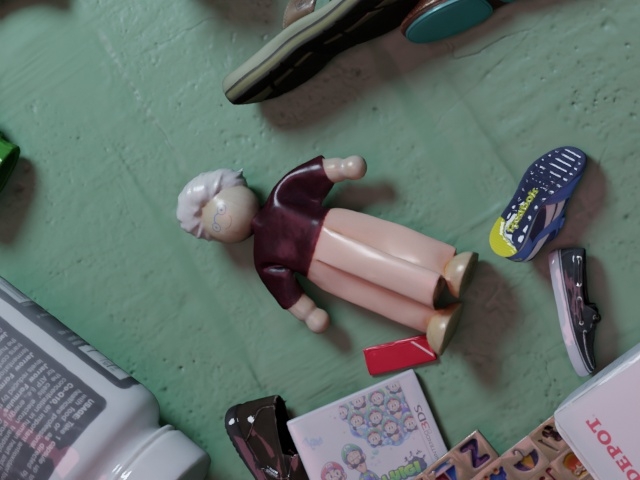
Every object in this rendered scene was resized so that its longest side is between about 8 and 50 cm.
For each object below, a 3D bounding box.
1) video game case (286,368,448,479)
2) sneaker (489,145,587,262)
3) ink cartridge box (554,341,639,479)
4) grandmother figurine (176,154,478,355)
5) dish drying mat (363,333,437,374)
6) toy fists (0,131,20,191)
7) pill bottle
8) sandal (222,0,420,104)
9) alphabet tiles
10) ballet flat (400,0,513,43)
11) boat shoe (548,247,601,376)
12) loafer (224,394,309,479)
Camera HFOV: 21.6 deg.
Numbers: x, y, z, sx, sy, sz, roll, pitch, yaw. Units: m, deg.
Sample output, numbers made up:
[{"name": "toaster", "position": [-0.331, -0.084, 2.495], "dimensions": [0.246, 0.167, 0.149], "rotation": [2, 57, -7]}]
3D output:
[{"name": "video game case", "position": [0.060, 0.241, 1.901], "dimensions": [0.157, 0.019, 0.143], "rotation": [-23, 90, -1]}, {"name": "sneaker", "position": [0.240, -0.038, 1.816], "dimensions": [0.053, 0.059, 0.144], "rotation": [38, 91, 40]}, {"name": "ink cartridge box", "position": [0.431, 0.173, 1.732], "dimensions": [0.306, 0.131, 0.226], "rotation": [-37, 85, 21]}, {"name": "grandmother figurine", "position": [0.000, 0.000, 1.878], "dimensions": [0.342, 0.104, 0.208], "rotation": [19, 94, 13]}, {"name": "dish drying mat", "position": [0.090, 0.130, 1.910], "dimensions": [0.083, 0.008, 0.032], "rotation": [-15, 93, 20]}, {"name": "toy fists", "position": [-0.481, -0.045, 2.042], "dimensions": [0.142, 0.096, 0.279], "rotation": [32, 105, 2]}, {"name": "pill bottle", "position": [-0.319, 0.211, 1.960], "dimensions": [0.361, 0.204, 0.204], "rotation": [36, 107, 12]}, {"name": "sandal", "position": [0.005, -0.253, 1.835], "dimensions": [0.303, 0.120, 0.086], "rotation": [-31, 73, 21]}, {"name": "alphabet tiles", "position": [0.207, 0.308, 1.867], "dimensions": [0.237, 0.009, 0.198], "rotation": [-40, 92, 11]}, {"name": "ballet flat", "position": [0.176, -0.278, 1.803], "dimensions": [0.206, 0.073, 0.067], "rotation": [-21, 63, 18]}, {"name": "boat shoe", "position": [0.280, 0.076, 1.816], "dimensions": [0.040, 0.049, 0.142], "rotation": [-13, 91, 20]}, {"name": "loafer", "position": [-0.027, 0.273, 1.931], "dimensions": [0.078, 0.080, 0.220], "rotation": [-35, 85, 20]}]
